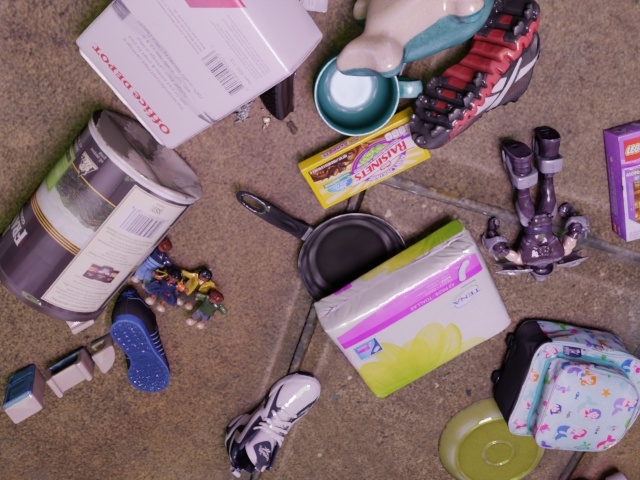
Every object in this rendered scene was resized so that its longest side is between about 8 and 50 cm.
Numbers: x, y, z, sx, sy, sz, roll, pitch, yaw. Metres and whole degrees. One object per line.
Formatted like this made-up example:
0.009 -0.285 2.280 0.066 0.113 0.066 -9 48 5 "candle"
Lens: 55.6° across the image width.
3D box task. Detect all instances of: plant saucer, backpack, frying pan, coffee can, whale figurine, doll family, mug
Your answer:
0.373 0.442 1.291 0.241 0.037 0.240 -1 112 -3 "plant saucer"
0.492 0.281 1.160 0.254 0.191 0.225 8 111 -12 "backpack"
-0.005 0.027 1.086 0.327 0.053 0.197 11 111 -8 "frying pan"
-0.350 -0.037 0.959 0.202 0.201 0.275 39 104 -17 "coffee can"
0.140 -0.309 0.865 0.272 0.216 0.141 -55 136 -21 "whale figurine"
-0.249 0.072 1.076 0.193 0.076 0.111 27 128 -19 "doll family"
0.064 -0.232 0.961 0.158 0.097 0.129 26 108 -14 "mug"

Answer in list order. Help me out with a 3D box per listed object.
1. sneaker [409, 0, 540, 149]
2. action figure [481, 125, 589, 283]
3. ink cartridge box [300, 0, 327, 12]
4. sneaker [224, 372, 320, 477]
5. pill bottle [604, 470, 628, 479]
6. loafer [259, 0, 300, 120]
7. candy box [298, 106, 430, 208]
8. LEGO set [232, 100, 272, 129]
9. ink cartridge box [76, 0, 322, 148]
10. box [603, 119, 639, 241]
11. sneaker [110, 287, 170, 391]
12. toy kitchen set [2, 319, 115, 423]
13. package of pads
0.250 -0.238 0.946 0.276 0.098 0.135 -52 141 -2 "sneaker"
0.380 -0.045 1.064 0.186 0.099 0.284 -15 116 -5 "action figure"
-0.092 -0.445 0.901 0.225 0.056 0.180 -2 114 -23 "ink cartridge box"
-0.092 0.367 1.167 0.235 0.153 0.094 -33 112 10 "sneaker"
0.555 0.628 1.309 0.302 0.169 0.169 -35 110 11 "pill bottle"
-0.053 -0.288 0.929 0.079 0.080 0.219 -20 133 -24 "loafer"
0.076 -0.135 1.020 0.206 0.027 0.105 -26 138 7 "candy box"
-0.119 -0.213 0.996 0.083 0.023 0.054 11 111 -8 "LEGO set"
-0.174 -0.280 0.845 0.283 0.117 0.207 -19 119 41 "ink cartridge box"
0.658 -0.133 1.061 0.294 0.057 0.200 -15 113 3 "box"
-0.327 0.188 1.125 0.082 0.090 0.232 -5 134 -3 "sneaker"
-0.501 0.191 1.108 0.207 0.122 0.166 -30 112 -13 "toy kitchen set"
0.172 0.133 1.084 0.297 0.101 0.229 -31 126 4 "package of pads"
